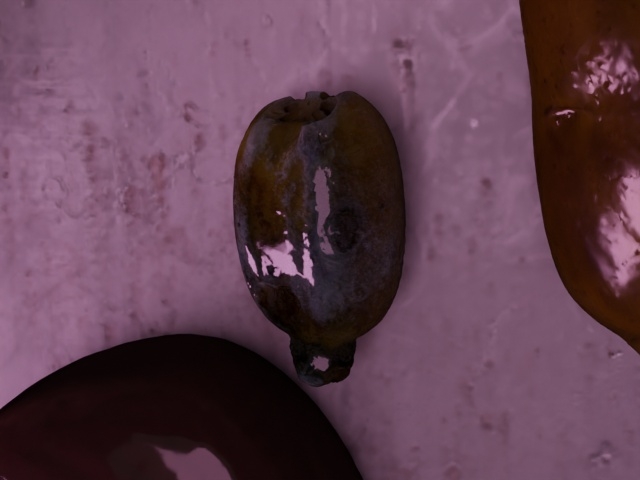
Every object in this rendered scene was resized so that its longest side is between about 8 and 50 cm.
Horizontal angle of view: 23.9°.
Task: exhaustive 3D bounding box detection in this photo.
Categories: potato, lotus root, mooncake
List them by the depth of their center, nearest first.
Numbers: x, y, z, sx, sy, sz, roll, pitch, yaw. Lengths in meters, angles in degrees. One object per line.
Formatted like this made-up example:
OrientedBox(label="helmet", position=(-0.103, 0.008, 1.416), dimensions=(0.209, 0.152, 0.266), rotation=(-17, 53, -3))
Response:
OrientedBox(label="potato", position=(0.192, -0.085, 0.851), dimensions=(0.176, 0.195, 0.369), rotation=(-11, 102, 22))
OrientedBox(label="lotus root", position=(0.000, 0.000, 0.973), dimensions=(0.113, 0.088, 0.192), rotation=(3, 104, 28))
OrientedBox(label="mooncake", position=(-0.114, 0.225, 1.005), dimensions=(0.334, 0.174, 0.325), rotation=(16, 107, 8))
